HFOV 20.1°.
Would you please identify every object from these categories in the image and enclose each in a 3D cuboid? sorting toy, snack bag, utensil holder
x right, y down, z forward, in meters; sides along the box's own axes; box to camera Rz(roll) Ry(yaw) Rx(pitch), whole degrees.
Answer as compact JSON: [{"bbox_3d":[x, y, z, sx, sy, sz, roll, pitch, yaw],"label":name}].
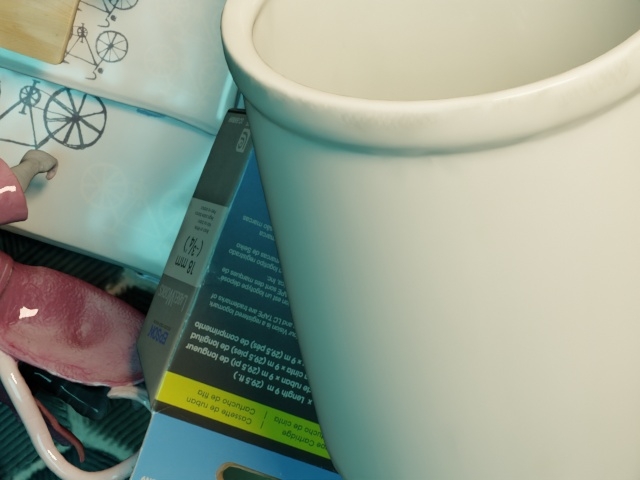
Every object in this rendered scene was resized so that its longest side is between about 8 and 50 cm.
[{"bbox_3d":[-0.284,-0.246,1.648,0.274,0.046,0.132,19,101,8],"label":"sorting toy"},{"bbox_3d":[-0.227,-0.146,1.698,0.323,0.037,0.343,17,104,7],"label":"snack bag"},{"bbox_3d":[0.117,-0.022,1.335,0.327,0.327,0.385,-1,125,12],"label":"utensil holder"}]

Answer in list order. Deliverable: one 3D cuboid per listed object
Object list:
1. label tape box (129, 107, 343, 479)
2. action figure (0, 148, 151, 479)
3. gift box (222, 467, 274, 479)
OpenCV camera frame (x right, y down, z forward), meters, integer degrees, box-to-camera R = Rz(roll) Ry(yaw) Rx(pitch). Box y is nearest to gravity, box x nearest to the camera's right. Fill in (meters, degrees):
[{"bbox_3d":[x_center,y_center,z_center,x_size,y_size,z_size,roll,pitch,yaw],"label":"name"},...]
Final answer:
[{"bbox_3d":[-0.024,0.083,1.566,0.240,0.106,0.334,23,87,-25],"label":"label tape box"},{"bbox_3d":[-0.326,0.060,1.620,0.248,0.276,0.370,-41,116,20],"label":"action figure"},{"bbox_3d":[-0.083,0.320,1.654,0.255,0.258,0.276,41,126,-1],"label":"gift box"}]
